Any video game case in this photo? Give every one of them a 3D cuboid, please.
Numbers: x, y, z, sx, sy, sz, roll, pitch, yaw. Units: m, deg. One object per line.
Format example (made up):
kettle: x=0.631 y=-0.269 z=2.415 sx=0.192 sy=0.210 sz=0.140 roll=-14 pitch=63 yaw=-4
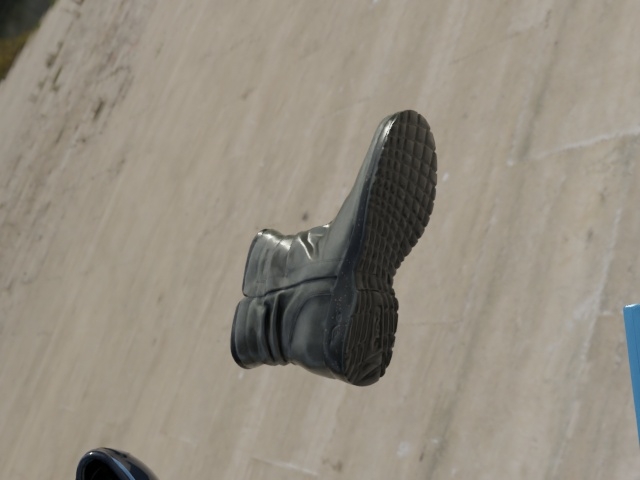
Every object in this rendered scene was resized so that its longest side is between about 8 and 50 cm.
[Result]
video game case: x=0.266 y=0.129 z=0.673 sx=0.015 sy=0.166 sz=0.119 roll=-14 pitch=60 yaw=31

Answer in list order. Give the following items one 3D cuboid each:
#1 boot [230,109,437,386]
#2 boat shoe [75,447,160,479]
boot: x=0.000 y=0.000 z=0.781 sx=0.161 sy=0.083 sz=0.247 roll=6 pitch=76 yaw=42
boat shoe: x=-0.123 y=0.269 z=0.641 sx=0.109 sy=0.089 sz=0.258 roll=-35 pitch=66 yaw=-9
